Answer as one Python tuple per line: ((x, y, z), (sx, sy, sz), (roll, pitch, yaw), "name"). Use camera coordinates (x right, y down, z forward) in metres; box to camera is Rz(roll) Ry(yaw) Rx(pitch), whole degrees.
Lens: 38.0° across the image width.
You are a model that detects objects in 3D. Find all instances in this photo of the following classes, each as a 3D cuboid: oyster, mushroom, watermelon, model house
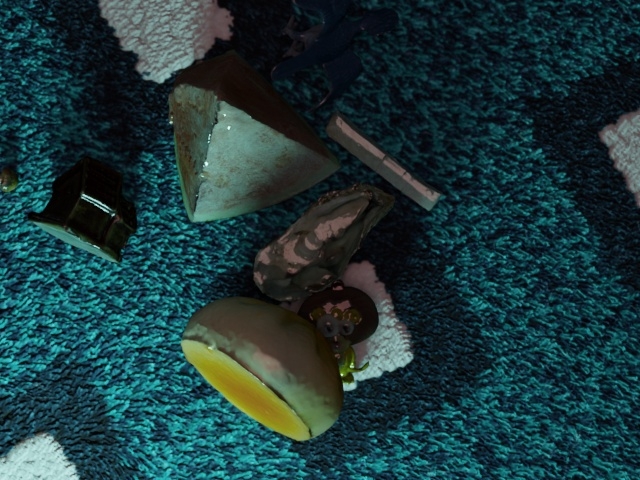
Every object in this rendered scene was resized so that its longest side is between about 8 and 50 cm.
((-0.001, -0.001, 1.642), (0.199, 0.087, 0.252), (14, 71, 23), "oyster")
((-0.686, -0.170, 1.682), (0.306, 0.043, 0.068), (31, 71, 2), "mushroom")
((-0.114, -0.202, 1.573), (0.250, 0.292, 0.283), (-19, 90, -28), "watermelon")
((-0.403, -0.059, 1.654), (0.165, 0.106, 0.152), (33, 78, -35), "model house")

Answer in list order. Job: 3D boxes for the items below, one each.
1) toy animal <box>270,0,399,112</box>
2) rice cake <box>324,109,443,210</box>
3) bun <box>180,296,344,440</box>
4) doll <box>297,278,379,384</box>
((0.015, -0.348, 1.603), (0.176, 0.239, 0.255), (10, 47, 27), "toy animal")
((0.111, -0.141, 1.658), (0.245, 0.042, 0.045), (39, 107, -1), "rice cake")
((-0.084, 0.194, 1.563), (0.299, 0.299, 0.165), (38, 66, 0), "bun")
((0.040, 0.163, 1.643), (0.145, 0.096, 0.188), (-23, 100, 9), "doll")
